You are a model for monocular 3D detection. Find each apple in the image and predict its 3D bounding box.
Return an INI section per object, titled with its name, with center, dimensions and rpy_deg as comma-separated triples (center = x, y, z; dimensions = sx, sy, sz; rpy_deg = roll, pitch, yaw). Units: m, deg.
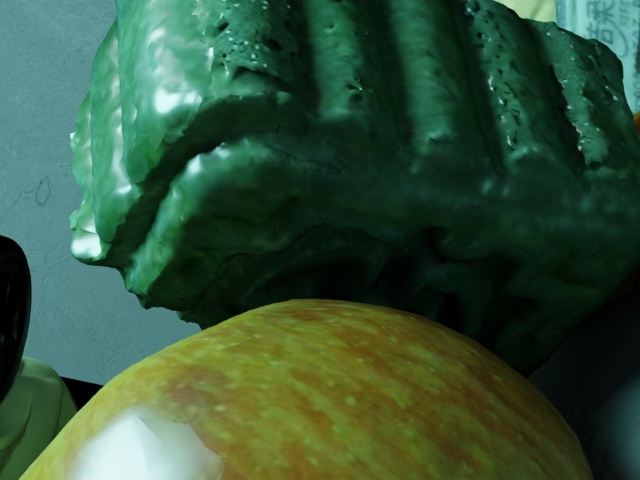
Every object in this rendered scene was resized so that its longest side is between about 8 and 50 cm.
[apple]
center = -0.018, 0.153, 0.586
dimensions = 0.277, 0.250, 0.309
rpy_deg = -54, 7, 1

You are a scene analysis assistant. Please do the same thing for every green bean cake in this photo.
[green bean cake]
center = 0.000, 0.000, 0.736
dimensions = 0.308, 0.300, 0.169
rpy_deg = 123, 150, -44

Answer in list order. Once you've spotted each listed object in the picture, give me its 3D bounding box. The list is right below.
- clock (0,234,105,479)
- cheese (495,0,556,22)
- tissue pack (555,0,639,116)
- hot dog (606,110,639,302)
[clock]
center = -0.193, 0.172, 0.706
dimensions = 0.379, 0.120, 0.276
rpy_deg = 80, -158, -68
[cheese]
center = 0.147, -0.140, 1.110
dimensions = 0.226, 0.214, 0.117
rpy_deg = -56, -1, 43
[tissue pack]
center = 0.264, -0.246, 0.901
dimensions = 0.315, 0.103, 0.228
rpy_deg = -57, -33, -31
[hot dog]
center = 0.190, -0.017, 0.799
dimensions = 0.109, 0.072, 0.269
rpy_deg = -60, 8, -31
